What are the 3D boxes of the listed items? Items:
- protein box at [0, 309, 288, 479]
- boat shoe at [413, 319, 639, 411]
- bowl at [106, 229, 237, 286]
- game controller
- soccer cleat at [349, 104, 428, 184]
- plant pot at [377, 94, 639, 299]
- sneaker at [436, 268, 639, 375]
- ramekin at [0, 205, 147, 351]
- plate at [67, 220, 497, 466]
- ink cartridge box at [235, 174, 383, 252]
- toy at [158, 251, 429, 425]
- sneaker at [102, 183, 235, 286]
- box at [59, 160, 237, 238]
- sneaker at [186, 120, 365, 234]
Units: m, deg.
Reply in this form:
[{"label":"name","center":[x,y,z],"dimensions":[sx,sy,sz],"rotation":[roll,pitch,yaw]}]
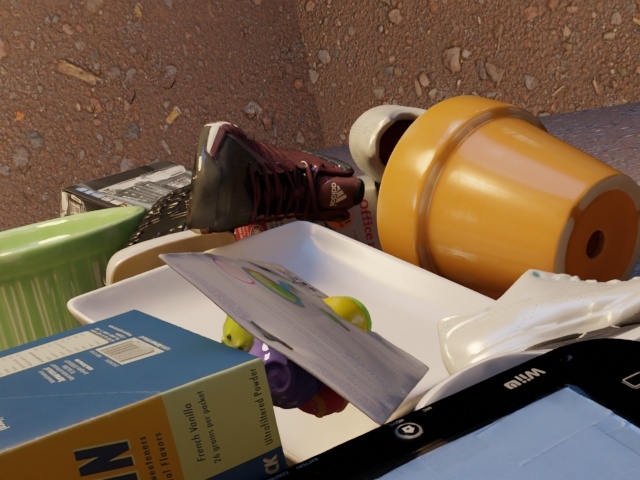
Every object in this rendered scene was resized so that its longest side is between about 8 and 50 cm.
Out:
[{"label":"protein box","center":[-0.145,0.138,0.459],"dimensions":[0.201,0.135,0.200],"rotation":[-17,11,-27]},{"label":"boat shoe","center":[0.154,0.092,0.547],"dimensions":[0.229,0.080,0.076],"rotation":[-18,-6,-16]},{"label":"bowl","center":[-0.150,0.054,0.909],"dimensions":[0.142,0.142,0.053],"rotation":[-16,31,-25]},{"label":"game controller","center":[0.078,0.124,0.377],"dimensions":[0.319,0.067,0.166],"rotation":[-17,36,-28]},{"label":"soccer cleat","center":[0.190,-0.065,1.013],"dimensions":[0.331,0.116,0.143],"rotation":[17,5,-5]},{"label":"plant pot","center":[0.190,-0.021,0.844],"dimensions":[0.205,0.205,0.188],"rotation":[-18,27,-31]},{"label":"sneaker","center":[0.186,0.050,0.636],"dimensions":[0.212,0.080,0.094],"rotation":[-15,39,-7]},{"label":"ramekin","center":[-0.350,0.064,1.113],"dimensions":[0.304,0.148,0.303],"rotation":[-12,10,2]},{"label":"plate","center":[-0.011,0.075,0.719],"dimensions":[0.277,0.045,0.278],"rotation":[23,31,37]},{"label":"ink cartridge box","center":[0.000,0.000,1.094],"dimensions":[0.176,0.128,0.127],"rotation":[-11,10,7]},{"label":"toy","center":[-0.012,0.067,0.540],"dimensions":[0.137,0.056,0.237],"rotation":[35,8,11]},{"label":"sneaker","center":[-0.156,0.023,1.070],"dimensions":[0.107,0.124,0.283],"rotation":[-10,27,26]},{"label":"box","center":[-0.195,-0.029,1.349],"dimensions":[0.308,0.076,0.242],"rotation":[19,24,25]},{"label":"sneaker","center":[-0.035,-0.060,0.903],"dimensions":[0.163,0.106,0.281],"rotation":[10,12,2]}]
